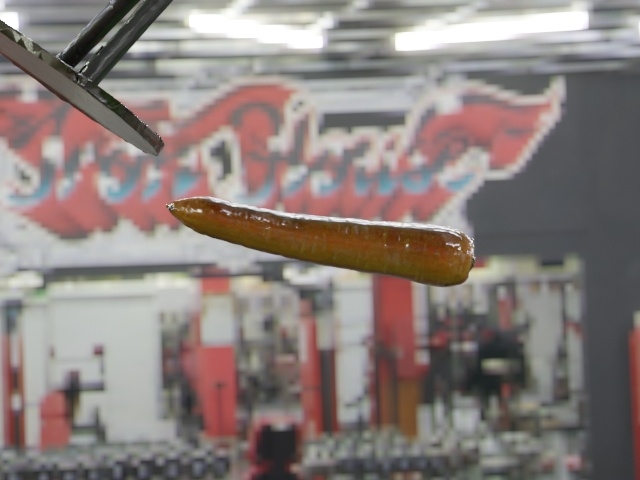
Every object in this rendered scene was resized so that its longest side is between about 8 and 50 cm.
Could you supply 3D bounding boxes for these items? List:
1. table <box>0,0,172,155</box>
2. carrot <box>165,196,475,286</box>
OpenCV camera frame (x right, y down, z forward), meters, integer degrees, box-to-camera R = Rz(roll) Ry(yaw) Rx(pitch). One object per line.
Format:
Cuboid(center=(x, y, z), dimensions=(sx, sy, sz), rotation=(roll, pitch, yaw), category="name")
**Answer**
Cuboid(center=(-0.163, -0.240, 1.575), dimensions=(0.317, 0.249, 0.317), rotation=(35, -3, 2), category="table")
Cuboid(center=(0.000, 0.000, 1.189), dimensions=(0.190, 0.037, 0.037), rotation=(8, -4, -5), category="carrot")
